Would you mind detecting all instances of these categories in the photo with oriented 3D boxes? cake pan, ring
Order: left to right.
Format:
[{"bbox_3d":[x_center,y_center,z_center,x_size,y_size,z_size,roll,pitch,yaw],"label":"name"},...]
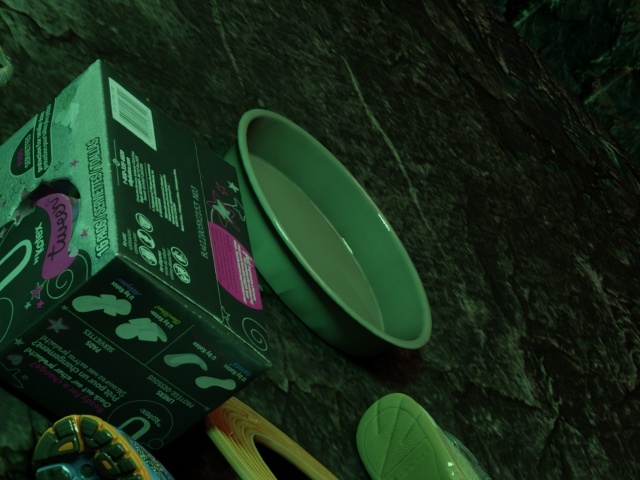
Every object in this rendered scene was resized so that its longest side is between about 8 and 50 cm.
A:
[{"bbox_3d":[0.000,0.000,1.962,0.293,0.054,0.293,45,20,-21],"label":"cake pan"},{"bbox_3d":[0.019,0.235,1.506,0.336,0.032,0.336,43,2,-2],"label":"ring"}]

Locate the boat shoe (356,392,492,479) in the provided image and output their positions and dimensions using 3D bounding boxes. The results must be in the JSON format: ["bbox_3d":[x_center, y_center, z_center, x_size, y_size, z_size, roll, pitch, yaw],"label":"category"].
[{"bbox_3d":[0.131,0.259,1.739,0.092,0.103,0.285,18,33,-51],"label":"boat shoe"}]

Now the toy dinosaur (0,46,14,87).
[{"bbox_3d":[-0.298,-0.257,1.463,0.322,0.218,0.164,55,48,-40],"label":"toy dinosaur"}]

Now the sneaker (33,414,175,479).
[{"bbox_3d":[-0.102,0.206,1.329,0.221,0.083,0.087,57,11,3],"label":"sneaker"}]

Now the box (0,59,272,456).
[{"bbox_3d":[-0.153,0.015,1.453,0.163,0.142,0.247,38,22,-32],"label":"box"}]
